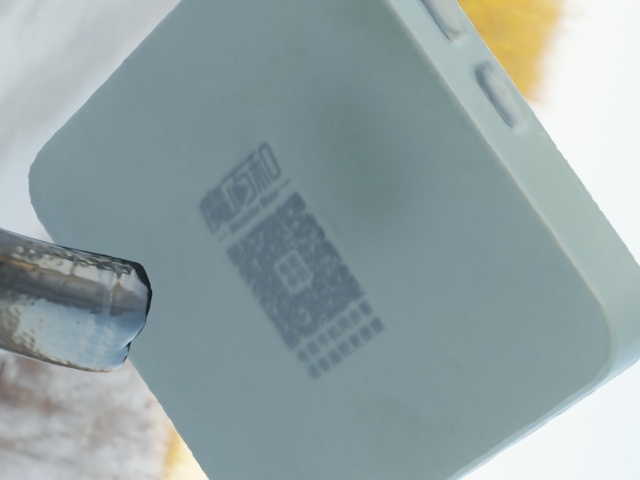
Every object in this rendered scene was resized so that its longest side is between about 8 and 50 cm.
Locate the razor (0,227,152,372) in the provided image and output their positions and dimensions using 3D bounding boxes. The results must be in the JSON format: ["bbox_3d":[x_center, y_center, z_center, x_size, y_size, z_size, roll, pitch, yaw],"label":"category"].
[{"bbox_3d":[-0.178,0.030,1.143,0.090,0.148,0.054,121,-18,-47],"label":"razor"}]

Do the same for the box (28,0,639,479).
[{"bbox_3d":[0.000,0.000,1.298,0.367,0.373,0.090,-39,170,38],"label":"box"}]
